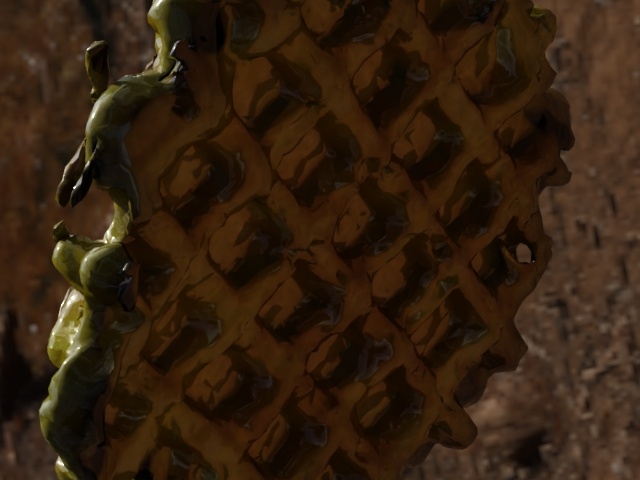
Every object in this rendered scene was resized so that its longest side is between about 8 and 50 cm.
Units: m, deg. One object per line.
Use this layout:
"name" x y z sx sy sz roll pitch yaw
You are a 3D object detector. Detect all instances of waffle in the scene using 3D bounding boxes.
"waffle" 0.000 0.000 0.977 0.095 0.382 0.380 26 114 37
